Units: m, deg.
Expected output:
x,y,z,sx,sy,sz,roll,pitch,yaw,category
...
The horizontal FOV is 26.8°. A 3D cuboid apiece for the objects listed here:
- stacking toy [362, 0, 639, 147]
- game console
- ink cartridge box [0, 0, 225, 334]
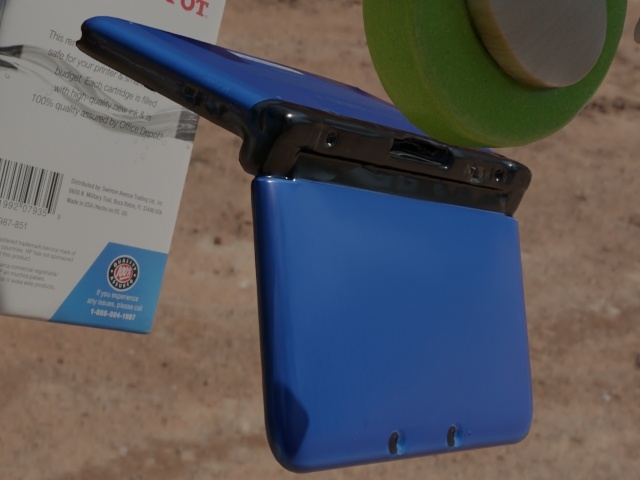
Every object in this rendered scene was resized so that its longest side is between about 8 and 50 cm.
x,y,z,sx,sy,sz,roll,pitch,yaw,category
0.145,-0.180,0.528,0.309,0.279,0.130,-19,21,-32,stacking toy
0.000,0.000,0.833,0.250,0.173,0.293,29,12,33,game console
-0.217,-0.095,1.064,0.129,0.307,0.223,12,-2,38,ink cartridge box
